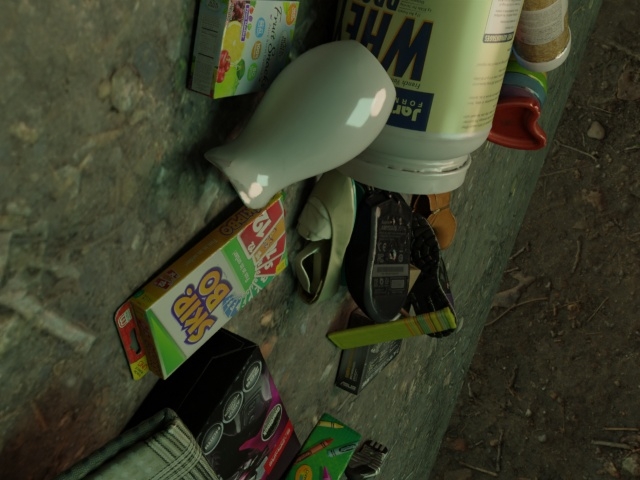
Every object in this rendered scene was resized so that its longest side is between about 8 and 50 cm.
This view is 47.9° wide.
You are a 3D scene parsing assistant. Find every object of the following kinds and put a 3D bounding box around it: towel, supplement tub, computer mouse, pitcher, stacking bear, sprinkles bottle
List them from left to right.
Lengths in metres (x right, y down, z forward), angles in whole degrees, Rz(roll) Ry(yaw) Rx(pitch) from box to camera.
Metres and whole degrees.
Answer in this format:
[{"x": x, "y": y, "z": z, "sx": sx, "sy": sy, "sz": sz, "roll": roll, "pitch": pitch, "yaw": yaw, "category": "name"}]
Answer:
[{"x": -0.240, "y": 0.340, "z": 0.732, "sx": 0.324, "sy": 0.056, "sz": 0.312, "roll": -33, "pitch": 145, "yaw": -18, "category": "towel"}, {"x": -0.022, "y": -0.125, "z": 0.824, "sx": 0.207, "sy": 0.125, "sz": 0.178, "roll": -40, "pitch": -178, "yaw": -3, "category": "pitcher"}, {"x": 0.095, "y": -0.005, "z": 1.160, "sx": 0.188, "sy": 0.072, "sz": 0.273, "roll": 9, "pitch": 88, "yaw": -49, "category": "computer mouse"}, {"x": 0.138, "y": 0.168, "z": 1.382, "sx": 0.102, "sy": 0.237, "sz": 0.021, "roll": 55, "pitch": 25, "yaw": -61, "category": "towel"}, {"x": 0.129, "y": -0.248, "z": 0.946, "sx": 0.235, "sy": 0.235, "sz": 0.325, "roll": -35, "pitch": 140, "yaw": -53, "category": "supplement tub"}, {"x": 0.468, "y": -0.382, "z": 1.700, "sx": 0.175, "sy": 0.164, "sz": 0.289, "roll": 52, "pitch": 50, "yaw": -52, "category": "stacking bear"}, {"x": 0.423, "y": -0.454, "z": 1.404, "sx": 0.121, "sy": 0.121, "sz": 0.355, "roll": -67, "pitch": 157, "yaw": -4, "category": "sprinkles bottle"}]

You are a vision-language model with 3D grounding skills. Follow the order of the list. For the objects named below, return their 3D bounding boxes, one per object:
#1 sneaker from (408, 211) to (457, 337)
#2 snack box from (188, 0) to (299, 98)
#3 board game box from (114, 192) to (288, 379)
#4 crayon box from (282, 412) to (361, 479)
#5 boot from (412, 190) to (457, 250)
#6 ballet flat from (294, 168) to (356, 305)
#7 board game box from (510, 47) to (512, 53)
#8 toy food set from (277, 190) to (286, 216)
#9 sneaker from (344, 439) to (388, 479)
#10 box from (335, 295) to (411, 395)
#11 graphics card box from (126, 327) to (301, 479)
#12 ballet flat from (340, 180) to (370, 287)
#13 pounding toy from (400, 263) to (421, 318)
[{"x": 0.225, "y": 0.063, "z": 1.573, "sx": 0.124, "sy": 0.107, "sz": 0.284, "roll": -62, "pitch": 138, "yaw": -66, "category": "sneaker"}, {"x": -0.079, "y": -0.210, "z": 0.768, "sx": 0.141, "sy": 0.037, "sz": 0.100, "roll": -30, "pitch": 138, "yaw": -59, "category": "snack box"}, {"x": -0.132, "y": 0.054, "z": 0.867, "sx": 0.259, "sy": 0.039, "sz": 0.124, "roll": -41, "pitch": 145, "yaw": -34, "category": "board game box"}, {"x": -0.038, "y": 0.446, "z": 1.268, "sx": 0.165, "sy": 0.081, "sz": 0.279, "roll": -52, "pitch": 172, "yaw": -45, "category": "crayon box"}, {"x": 0.248, "y": -0.047, "z": 1.613, "sx": 0.152, "sy": 0.072, "sz": 0.197, "roll": -37, "pitch": 131, "yaw": -53, "category": "boot"}, {"x": 0.000, "y": 0.000, "z": 1.092, "sx": 0.086, "sy": 0.086, "sz": 0.249, "roll": -44, "pitch": 148, "yaw": -45, "category": "ballet flat"}, {"x": 0.377, "y": -0.504, "z": 1.501, "sx": 0.242, "sy": 0.064, "sz": 0.317, "roll": 9, "pitch": 101, "yaw": -67, "category": "board game box"}, {"x": -0.071, "y": -0.035, "z": 0.964, "sx": 0.083, "sy": 0.020, "sz": 0.083, "roll": -63, "pitch": 157, "yaw": -15, "category": "toy food set"}, {"x": 0.107, "y": 0.612, "z": 1.857, "sx": 0.228, "sy": 0.086, "sz": 0.132, "roll": -2, "pitch": 114, "yaw": -67, "category": "sneaker"}, {"x": 0.123, "y": 0.204, "z": 1.565, "sx": 0.231, "sy": 0.056, "sz": 0.183, "roll": -30, "pitch": 135, "yaw": -57, "category": "box"}, {"x": -0.144, "y": 0.303, "z": 1.006, "sx": 0.233, "sy": 0.094, "sz": 0.371, "roll": -55, "pitch": 153, "yaw": -28, "category": "graphics card box"}, {"x": 0.073, "y": -0.016, "z": 1.230, "sx": 0.068, "sy": 0.072, "sz": 0.213, "roll": -22, "pitch": 129, "yaw": -42, "category": "ballet flat"}, {"x": 0.115, "y": 0.076, "z": 1.332, "sx": 0.100, "sy": 0.130, "sz": 0.141, "roll": -62, "pitch": 159, "yaw": 10, "category": "pounding toy"}]
